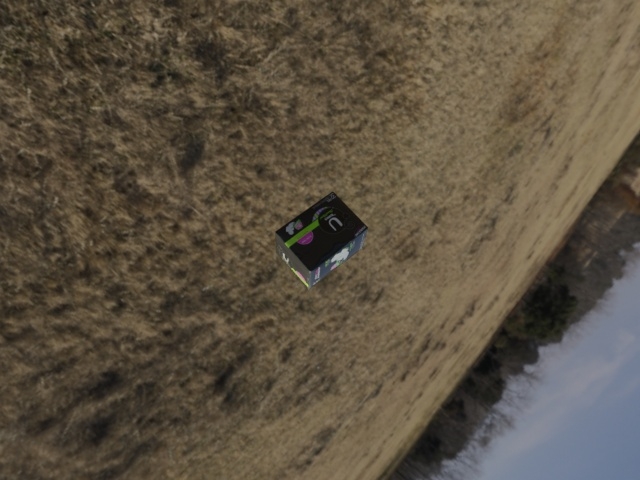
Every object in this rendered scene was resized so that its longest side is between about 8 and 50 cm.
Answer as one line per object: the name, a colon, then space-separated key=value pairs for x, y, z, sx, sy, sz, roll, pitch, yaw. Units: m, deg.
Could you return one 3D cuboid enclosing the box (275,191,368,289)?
box: x=0.000 y=0.000 z=0.594 sx=0.083 sy=0.062 sz=0.052 roll=-37 pitch=161 yaw=-20
